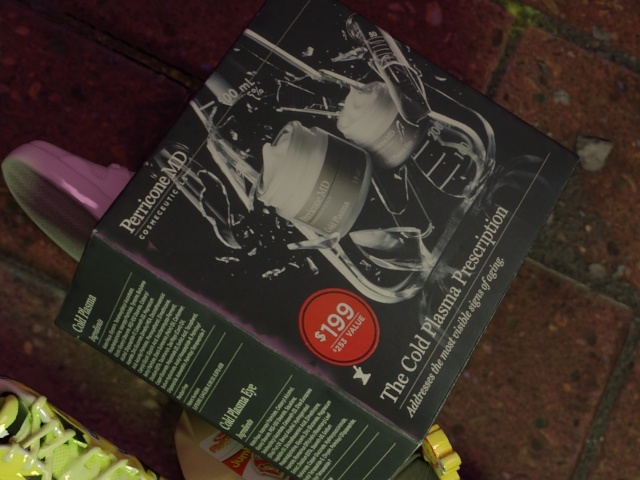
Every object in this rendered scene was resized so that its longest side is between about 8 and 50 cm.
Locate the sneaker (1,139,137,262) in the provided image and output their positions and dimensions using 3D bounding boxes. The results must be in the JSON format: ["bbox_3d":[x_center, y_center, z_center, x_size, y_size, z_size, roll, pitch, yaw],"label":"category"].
[{"bbox_3d":[-0.142,-0.036,1.705,0.292,0.108,0.169,36,62,-6],"label":"sneaker"}]

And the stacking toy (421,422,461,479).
[{"bbox_3d":[0.085,0.285,1.573,0.167,0.052,0.221,-26,64,-15],"label":"stacking toy"}]

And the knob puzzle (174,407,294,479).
[{"bbox_3d":[-0.045,0.178,1.635,0.213,0.030,0.213,-4,36,3],"label":"knob puzzle"}]

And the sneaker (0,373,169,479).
[{"bbox_3d":[-0.235,0.210,1.530,0.385,0.147,0.145,24,58,0],"label":"sneaker"}]

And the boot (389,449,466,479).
[{"bbox_3d":[0.040,0.288,1.643,0.161,0.083,0.246,31,63,10],"label":"boot"}]

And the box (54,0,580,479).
[{"bbox_3d":[0.000,0.000,1.567,0.312,0.179,0.343,32,56,1],"label":"box"}]
